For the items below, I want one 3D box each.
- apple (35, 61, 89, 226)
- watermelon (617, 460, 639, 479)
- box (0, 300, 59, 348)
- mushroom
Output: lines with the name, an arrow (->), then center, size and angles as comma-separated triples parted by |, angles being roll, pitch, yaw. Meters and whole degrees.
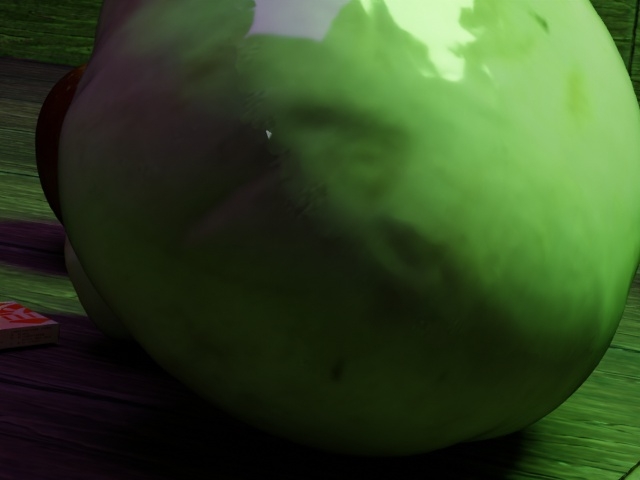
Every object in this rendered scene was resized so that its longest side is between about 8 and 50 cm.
apple -> -0.127, -0.055, 1.078 | 0.201, 0.162, 0.201 | 4, 0, 0
watermelon -> 0.214, 0.127, 0.608 | 0.069, 0.087, 0.163 | 43, -7, -31
box -> -0.211, 0.053, 0.829 | 0.093, 0.015, 0.058 | -5, 14, -42
mushroom -> -0.005, -0.054, 0.737 | 0.353, 0.353, 0.325 | 8, -4, 13
